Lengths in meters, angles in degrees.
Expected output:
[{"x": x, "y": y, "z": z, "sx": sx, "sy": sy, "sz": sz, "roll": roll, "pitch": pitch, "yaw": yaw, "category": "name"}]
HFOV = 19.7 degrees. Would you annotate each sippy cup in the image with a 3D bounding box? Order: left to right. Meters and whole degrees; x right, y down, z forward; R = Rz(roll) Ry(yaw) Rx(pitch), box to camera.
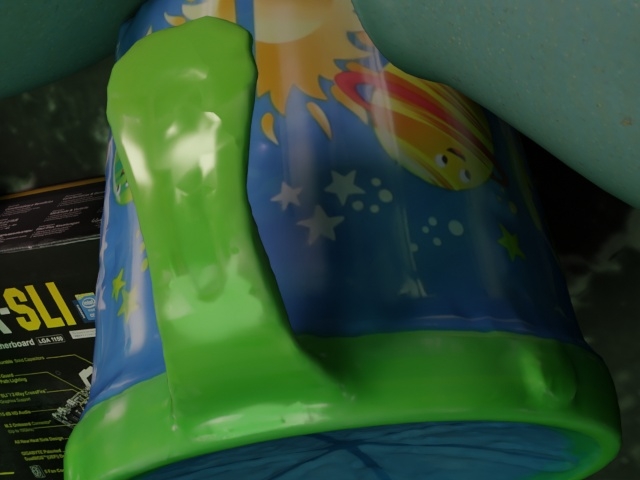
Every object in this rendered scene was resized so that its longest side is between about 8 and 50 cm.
[{"x": 0.000, "y": 0.000, "z": 0.811, "sx": 0.240, "sy": 0.224, "sz": 0.305, "roll": -1, "pitch": 161, "yaw": -19, "category": "sippy cup"}]

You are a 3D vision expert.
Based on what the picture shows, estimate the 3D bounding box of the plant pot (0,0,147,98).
[{"x": -0.195, "y": -0.171, "z": 0.816, "sx": 0.290, "sy": 0.195, "sz": 0.290, "roll": 13, "pitch": 130, "yaw": 17, "category": "plant pot"}]

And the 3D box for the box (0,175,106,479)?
[{"x": -0.125, "y": 0.091, "z": 1.070, "sx": 0.322, "sy": 0.079, "sz": 0.257, "roll": -9, "pitch": 119, "yaw": 32, "category": "box"}]

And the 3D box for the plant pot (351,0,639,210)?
[{"x": 0.155, "y": -0.124, "z": 0.653, "sx": 0.255, "sy": 0.271, "sz": 0.271, "roll": 18, "pitch": 133, "yaw": 33, "category": "plant pot"}]
